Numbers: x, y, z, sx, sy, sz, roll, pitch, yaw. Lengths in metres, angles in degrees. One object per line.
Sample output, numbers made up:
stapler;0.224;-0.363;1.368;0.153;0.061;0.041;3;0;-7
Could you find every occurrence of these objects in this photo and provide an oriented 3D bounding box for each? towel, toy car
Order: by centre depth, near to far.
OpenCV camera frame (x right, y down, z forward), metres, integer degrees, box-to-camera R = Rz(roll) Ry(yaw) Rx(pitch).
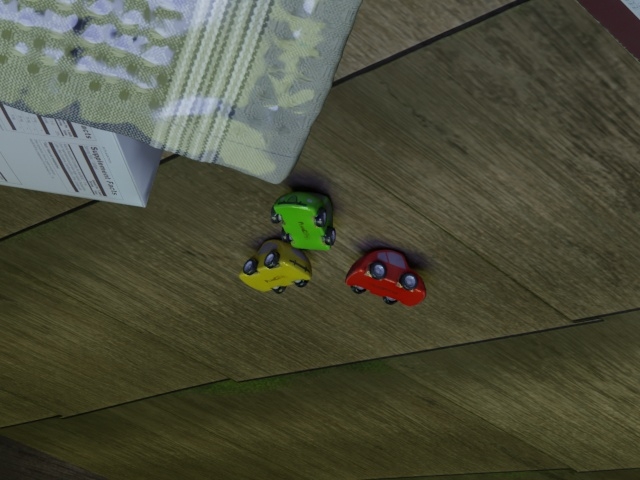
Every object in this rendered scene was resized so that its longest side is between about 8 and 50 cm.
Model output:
towel;-0.112;-0.203;0.530;0.312;0.056;0.324;15;120;-13
toy car;0.000;0.000;1.257;0.239;0.053;0.225;4;151;16

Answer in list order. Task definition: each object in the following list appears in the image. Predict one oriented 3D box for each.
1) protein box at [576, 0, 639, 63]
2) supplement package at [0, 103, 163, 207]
protein box;0.186;-0.237;0.556;0.201;0.200;0.136;33;149;-33
supplement package;-0.261;-0.175;0.881;0.263;0.199;0.198;9;153;9
